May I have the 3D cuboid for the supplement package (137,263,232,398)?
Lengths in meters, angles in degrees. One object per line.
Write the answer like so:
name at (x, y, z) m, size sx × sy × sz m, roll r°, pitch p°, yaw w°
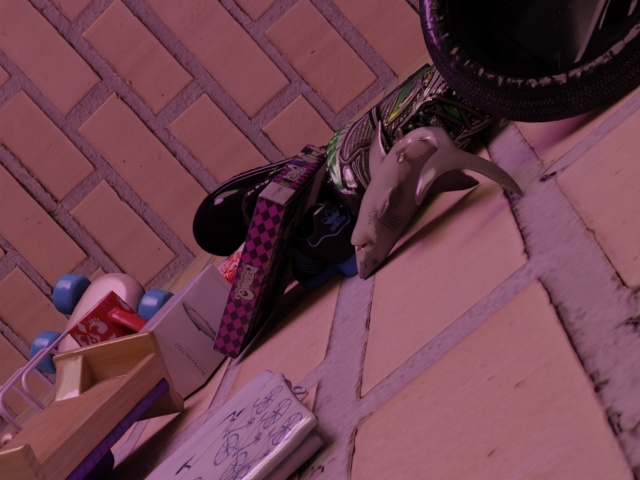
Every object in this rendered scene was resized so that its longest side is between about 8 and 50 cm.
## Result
supplement package at (-0.185, 0.135, 1.502) m, size 0.105 × 0.105 × 0.179 m, roll -37°, pitch 10°, yaw 36°

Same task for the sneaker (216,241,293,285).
sneaker at (-0.119, 0.068, 1.621) m, size 0.145 × 0.090 × 0.270 m, roll -50°, pitch 9°, yaw -25°

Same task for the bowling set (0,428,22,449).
bowling set at (-0.468, 0.333, 1.428) m, size 0.287 × 0.154 × 0.200 m, roll -48°, pitch -16°, yaw -37°

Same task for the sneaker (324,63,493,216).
sneaker at (0.126, -0.146, 1.331) m, size 0.146 × 0.134 × 0.343 m, roll -34°, pitch 14°, yaw 49°

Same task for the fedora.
fedora at (0.269, -0.267, 1.098) m, size 0.334 × 0.334 × 0.152 m, roll -40°, pitch -27°, yaw 20°

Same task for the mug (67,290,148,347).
mug at (-0.278, 0.155, 1.617) m, size 0.150 × 0.169 × 0.113 m, roll -40°, pitch 7°, yaw 22°

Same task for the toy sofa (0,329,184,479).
toy sofa at (-0.288, 0.254, 1.239) m, size 0.150 × 0.177 × 0.362 m, roll -16°, pitch 11°, yaw 17°

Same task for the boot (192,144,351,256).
boot at (-0.090, -0.046, 1.759) m, size 0.348 × 0.131 × 0.260 m, roll -27°, pitch 12°, yaw 19°

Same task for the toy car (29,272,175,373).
toy car at (-0.342, 0.190, 1.898) m, size 0.238 × 0.219 × 0.210 m, roll 54°, pitch -131°, yaw -58°

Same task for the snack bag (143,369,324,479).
snack bag at (-0.138, 0.236, 0.952) m, size 0.323 × 0.037 × 0.342 m, roll -43°, pitch 7°, yaw -4°

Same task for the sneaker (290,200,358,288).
sneaker at (0.000, 0.000, 1.357) m, size 0.081 × 0.090 × 0.232 m, roll -45°, pitch 8°, yaw -20°

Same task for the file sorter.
file sorter at (-0.446, 0.295, 1.696) m, size 0.277 × 0.173 × 0.193 m, roll -38°, pitch 9°, yaw 29°

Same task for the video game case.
video game case at (-0.062, 0.010, 1.406) m, size 0.210 × 0.041 × 0.232 m, roll -55°, pitch -14°, yaw -62°

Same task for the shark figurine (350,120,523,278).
shark figurine at (0.122, -0.068, 1.119) m, size 0.278 × 0.116 × 0.166 m, roll 135°, pitch 145°, yaw -65°

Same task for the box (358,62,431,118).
box at (0.082, -0.188, 2.072) m, size 0.295 × 0.073 × 0.293 m, roll -36°, pitch 10°, yaw 37°
